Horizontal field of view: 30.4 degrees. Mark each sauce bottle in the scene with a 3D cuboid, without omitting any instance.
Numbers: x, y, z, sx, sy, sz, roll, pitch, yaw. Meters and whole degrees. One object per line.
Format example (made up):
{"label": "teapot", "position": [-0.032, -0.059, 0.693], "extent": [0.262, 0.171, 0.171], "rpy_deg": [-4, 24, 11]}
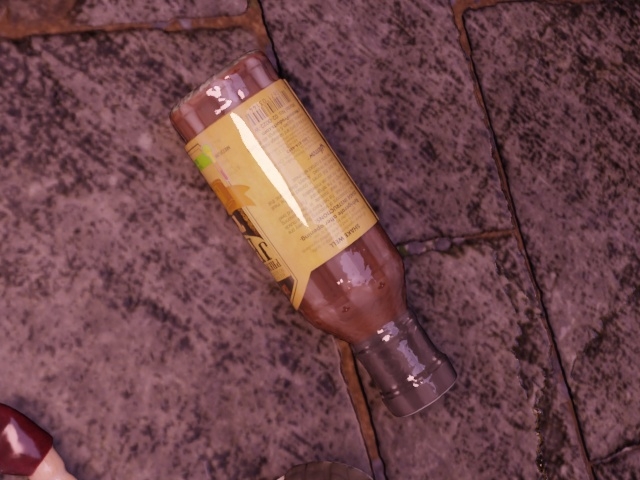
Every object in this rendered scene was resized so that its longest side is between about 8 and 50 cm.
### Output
{"label": "sauce bottle", "position": [0.000, 0.000, 1.048], "extent": [0.111, 0.111, 0.344], "rpy_deg": [-36, 93, -32]}

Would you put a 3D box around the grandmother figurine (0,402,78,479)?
{"label": "grandmother figurine", "position": [-0.274, 0.189, 0.850], "extent": [0.208, 0.104, 0.342], "rpy_deg": [-8, 82, -39]}

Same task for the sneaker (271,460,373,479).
{"label": "sneaker", "position": [-0.029, 0.387, 0.915], "extent": [0.182, 0.158, 0.410], "rpy_deg": [46, 63, -31]}
